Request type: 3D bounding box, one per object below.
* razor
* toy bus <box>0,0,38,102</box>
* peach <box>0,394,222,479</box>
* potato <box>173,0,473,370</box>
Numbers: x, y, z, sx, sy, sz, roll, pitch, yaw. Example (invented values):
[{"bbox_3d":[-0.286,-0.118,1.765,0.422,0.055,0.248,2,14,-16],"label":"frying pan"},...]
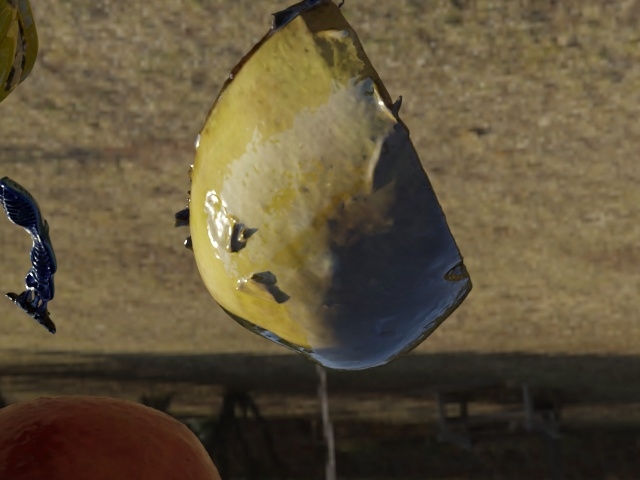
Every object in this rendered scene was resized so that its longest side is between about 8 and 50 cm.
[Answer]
[{"bbox_3d":[-0.184,0.003,0.819,0.044,0.028,0.154,35,150,17],"label":"razor"},{"bbox_3d":[-0.262,-0.047,0.479,0.331,0.145,0.151,-29,-151,-16],"label":"toy bus"},{"bbox_3d":[-0.183,0.244,0.862,0.281,0.281,0.338,-4,-154,1],"label":"peach"},{"bbox_3d":[0.000,0.000,0.679,0.138,0.098,0.243,-28,144,4],"label":"potato"}]
